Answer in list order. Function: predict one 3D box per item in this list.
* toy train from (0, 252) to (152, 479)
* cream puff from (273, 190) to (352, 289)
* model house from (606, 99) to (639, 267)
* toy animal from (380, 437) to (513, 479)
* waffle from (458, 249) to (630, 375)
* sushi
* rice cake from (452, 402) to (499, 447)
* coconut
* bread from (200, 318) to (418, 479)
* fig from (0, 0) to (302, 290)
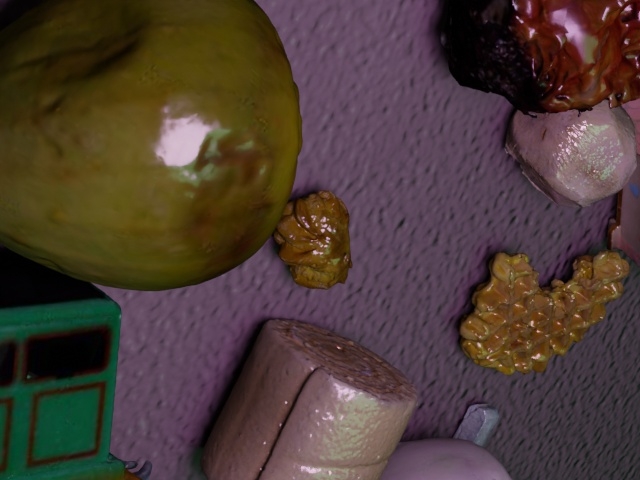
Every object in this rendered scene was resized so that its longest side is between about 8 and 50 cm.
[{"bbox_3d":[-0.279,0.141,0.963,0.429,0.178,0.249,-5,110,-43],"label":"toy train"},{"bbox_3d":[0.000,0.000,1.212,0.083,0.058,0.083,-15,125,-39],"label":"cream puff"},{"bbox_3d":[0.430,-0.113,1.466,0.326,0.169,0.244,-30,132,-24],"label":"model house"},{"bbox_3d":[0.135,0.312,1.427,0.212,0.212,0.267,-21,121,-33],"label":"toy animal"},{"bbox_3d":[0.210,0.060,1.461,0.194,0.051,0.149,13,113,-46],"label":"waffle"},{"bbox_3d":[0.254,-0.197,1.229,0.343,0.182,0.196,-18,135,-31],"label":"sushi"},{"bbox_3d":[0.132,0.240,1.531,0.033,0.029,0.171,5,115,-53],"label":"rice cake"},{"bbox_3d":[0.225,-0.081,1.338,0.110,0.110,0.124,-52,134,-2],"label":"coconut"},{"bbox_3d":[-0.010,0.155,1.242,0.134,0.148,0.141,20,103,-32],"label":"bread"},{"bbox_3d":[-0.119,-0.065,0.942,0.230,0.207,0.207,-15,126,-38],"label":"fig"}]
